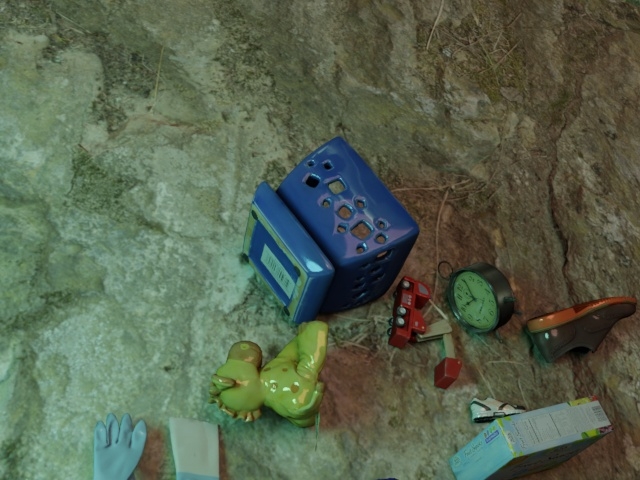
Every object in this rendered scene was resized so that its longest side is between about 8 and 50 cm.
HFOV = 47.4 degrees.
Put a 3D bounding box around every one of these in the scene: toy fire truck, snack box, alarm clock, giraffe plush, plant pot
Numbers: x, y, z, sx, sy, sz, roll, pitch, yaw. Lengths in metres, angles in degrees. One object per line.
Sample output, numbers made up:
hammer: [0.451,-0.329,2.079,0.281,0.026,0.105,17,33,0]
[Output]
toy fire truck: [0.194,0.165,1.345,0.135,0.047,0.192,20,49,-7]
snack box: [0.341,0.334,1.193,0.207,0.174,0.070,-6,57,-27]
alarm clock: [0.294,0.097,1.390,0.064,0.129,0.192,-20,44,-34]
giraffe plush: [-0.083,0.219,1.123,0.170,0.181,0.210,7,35,-2]
plant pot: [0.000,0.000,1.278,0.212,0.236,0.236,-28,68,-28]

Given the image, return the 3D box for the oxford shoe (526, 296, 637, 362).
oxford shoe: [0.532,0.175,1.459,0.271,0.097,0.098,-11,80,-24]

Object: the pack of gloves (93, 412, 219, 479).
pack of gloves: [-0.229,0.352,1.019,0.195,0.046,0.232,19,36,-29]

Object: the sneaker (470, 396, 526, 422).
sneaker: [0.317,0.298,1.299,0.109,0.040,0.043,4,52,-20]

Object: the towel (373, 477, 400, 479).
towel: [0.147,0.482,0.944,0.228,0.076,0.308,14,53,-1]
